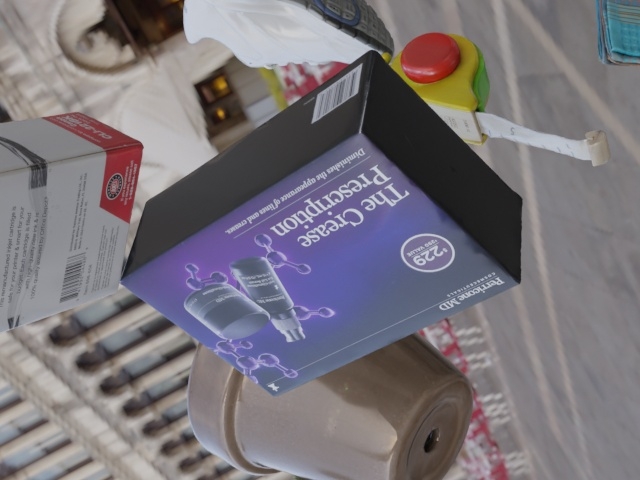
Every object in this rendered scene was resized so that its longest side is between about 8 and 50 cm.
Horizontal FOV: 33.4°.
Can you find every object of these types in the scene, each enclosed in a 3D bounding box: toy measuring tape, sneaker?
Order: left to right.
[{"bbox_3d":[-0.045,-0.290,1.441,0.111,0.297,0.129,-78,8,-50],"label":"sneaker"},{"bbox_3d":[0.190,-0.170,1.218,0.330,0.121,0.121,18,152,33],"label":"toy measuring tape"}]

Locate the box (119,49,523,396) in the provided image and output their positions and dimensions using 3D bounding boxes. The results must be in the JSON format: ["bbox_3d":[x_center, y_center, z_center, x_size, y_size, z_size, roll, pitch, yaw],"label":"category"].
[{"bbox_3d":[0.000,0.000,0.842,0.184,0.261,0.103,38,-140,-29],"label":"box"}]

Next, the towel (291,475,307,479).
[{"bbox_3d":[0.022,0.332,1.205,0.110,0.027,0.148,20,-150,-32],"label":"towel"}]

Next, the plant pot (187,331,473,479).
[{"bbox_3d":[0.029,0.160,1.126,0.229,0.263,0.263,24,156,35],"label":"plant pot"}]

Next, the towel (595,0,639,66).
[{"bbox_3d":[0.667,-0.426,1.896,0.040,0.370,0.271,113,159,-70],"label":"towel"}]

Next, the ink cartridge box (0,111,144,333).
[{"bbox_3d":[-0.336,-0.016,1.143,0.114,0.197,0.273,26,-154,26],"label":"ink cartridge box"}]
